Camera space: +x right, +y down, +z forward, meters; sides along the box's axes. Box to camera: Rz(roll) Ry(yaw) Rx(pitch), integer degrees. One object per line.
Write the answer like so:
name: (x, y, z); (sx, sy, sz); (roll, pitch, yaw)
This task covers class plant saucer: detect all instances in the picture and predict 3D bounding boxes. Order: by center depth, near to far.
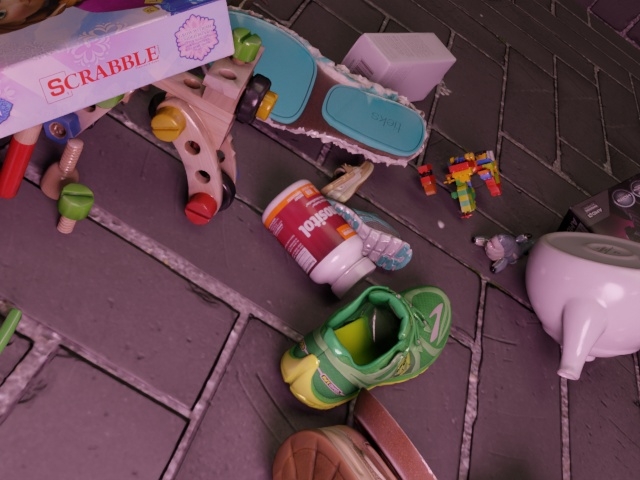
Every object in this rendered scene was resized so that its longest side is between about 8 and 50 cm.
plant saucer: (0.083, 0.233, 0.732); (0.029, 0.168, 0.168); (-35, 75, -10)

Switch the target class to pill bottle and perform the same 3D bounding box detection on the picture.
pill bottle: (0.000, 0.000, 0.914); (0.152, 0.086, 0.086); (48, 40, 10)

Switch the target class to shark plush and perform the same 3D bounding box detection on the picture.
shark plush: (0.336, 0.013, 1.183); (0.161, 0.067, 0.073); (8, 49, -33)

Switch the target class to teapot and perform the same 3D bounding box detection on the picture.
teapot: (0.440, 0.101, 1.102); (0.255, 0.187, 0.252); (1, 17, -15)

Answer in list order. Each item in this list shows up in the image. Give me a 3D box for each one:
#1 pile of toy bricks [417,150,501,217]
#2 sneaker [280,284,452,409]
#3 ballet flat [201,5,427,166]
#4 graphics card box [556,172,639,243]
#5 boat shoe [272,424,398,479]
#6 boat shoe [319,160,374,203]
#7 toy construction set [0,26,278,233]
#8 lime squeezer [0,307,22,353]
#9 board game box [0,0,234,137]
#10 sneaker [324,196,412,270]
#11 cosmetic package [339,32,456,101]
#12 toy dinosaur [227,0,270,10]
pile of toy bricks: (0.249, -0.092, 1.206); (0.212, 0.118, 0.105); (-17, 92, -63)
sneaker: (0.085, 0.115, 0.843); (0.295, 0.123, 0.109); (-19, 66, -47)
ballet flat: (-0.021, -0.224, 1.094); (0.408, 0.147, 0.147); (25, 41, -22)
graphics card box: (0.647, 0.051, 1.272); (0.232, 0.094, 0.371); (-24, 60, -14)
boat shoe: (0.083, 0.323, 0.647); (0.110, 0.121, 0.341); (9, 46, -57)
boat shoe: (0.041, -0.094, 1.064); (0.045, 0.050, 0.135); (44, 39, -4)
toy construction set: (-0.196, -0.158, 0.788); (0.257, 0.237, 0.308); (47, 40, 9)
lime squeezer: (-0.347, 0.151, 0.537); (0.109, 0.059, 0.310); (24, 32, 30)
board game box: (-0.306, -0.230, 0.724); (0.317, 0.066, 0.318); (-28, 47, -23)
sneaker: (0.055, -0.017, 1.008); (0.166, 0.065, 0.076); (31, 23, -16)
cosmetic package: (0.142, -0.324, 1.310); (0.231, 0.117, 0.086); (-20, 68, -48)
toy dinosaur: (-0.209, -0.340, 1.073); (0.313, 0.121, 0.160); (-7, 70, -47)
